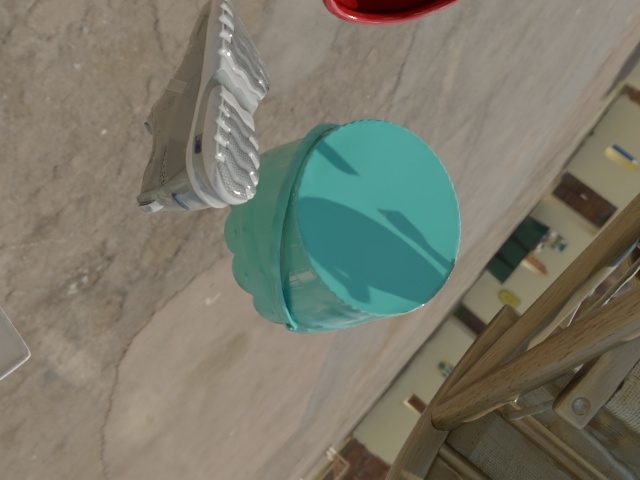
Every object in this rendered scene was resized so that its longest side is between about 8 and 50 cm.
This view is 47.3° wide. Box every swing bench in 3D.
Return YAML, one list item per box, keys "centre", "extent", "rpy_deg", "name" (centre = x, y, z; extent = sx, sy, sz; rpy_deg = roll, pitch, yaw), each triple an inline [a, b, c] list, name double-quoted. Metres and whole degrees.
- centre: [0.212, 0.123, 0.388]
  extent: [0.254, 0.253, 0.165]
  rpy_deg: [-53, 177, 38]
  name: "swing bench"

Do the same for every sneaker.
- centre: [-0.124, -0.143, 0.718]
  extent: [0.281, 0.115, 0.105]
  rpy_deg: [-88, 156, -43]
  name: "sneaker"

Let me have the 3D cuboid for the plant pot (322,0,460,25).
- centre: [0.077, -0.349, 0.773]
  extent: [0.191, 0.174, 0.191]
  rpy_deg: [-12, 171, -2]
  name: "plant pot"

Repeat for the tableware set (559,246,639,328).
- centre: [0.359, 0.069, 0.853]
  extent: [0.039, 0.128, 0.194]
  rpy_deg: [-12, 132, -41]
  name: "tableware set"

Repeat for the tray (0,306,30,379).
- centre: [-0.498, 0.104, 0.958]
  extent: [0.145, 0.270, 0.030]
  rpy_deg: [-39, 156, -13]
  name: "tray"

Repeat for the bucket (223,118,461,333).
- centre: [0.030, -0.018, 0.940]
  extent: [0.281, 0.281, 0.183]
  rpy_deg: [-43, -167, -28]
  name: "bucket"
